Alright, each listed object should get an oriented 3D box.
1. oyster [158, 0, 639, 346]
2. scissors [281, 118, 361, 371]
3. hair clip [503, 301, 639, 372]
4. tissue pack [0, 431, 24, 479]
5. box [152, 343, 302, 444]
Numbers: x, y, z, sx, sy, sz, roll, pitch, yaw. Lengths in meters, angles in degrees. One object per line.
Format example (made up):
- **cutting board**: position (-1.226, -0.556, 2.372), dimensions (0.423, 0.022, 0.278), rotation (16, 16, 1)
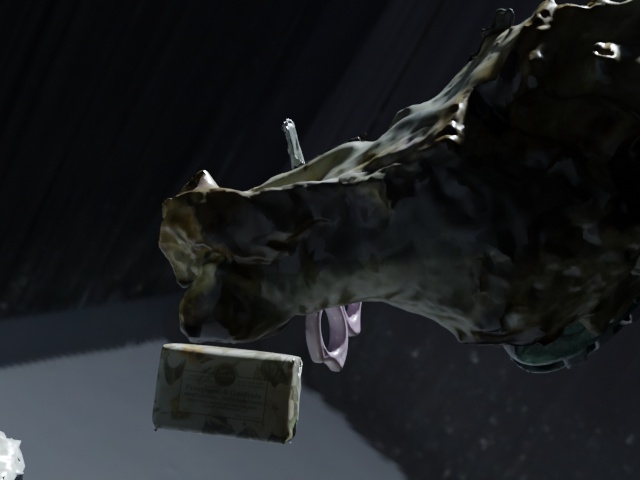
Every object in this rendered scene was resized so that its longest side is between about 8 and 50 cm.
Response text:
- **oyster**: position (0.069, -0.031, 0.837), dimensions (0.337, 0.197, 0.133), rotation (-9, -3, 15)
- **scissors**: position (-0.001, 0.000, 1.186), dimensions (0.021, 0.212, 0.110), rotation (-1, 27, 22)
- **hair clip**: position (0.270, -0.005, 1.100), dimensions (0.310, 0.206, 0.194), rotation (-1, -10, 11)
- **tissue pack**: position (-0.357, 0.293, 0.882), dimensions (0.264, 0.416, 0.253), rotation (21, 28, 12)
- **box**: position (-0.063, 0.104, 1.006), dimensions (0.098, 0.062, 0.045), rotation (4, -3, 9)
